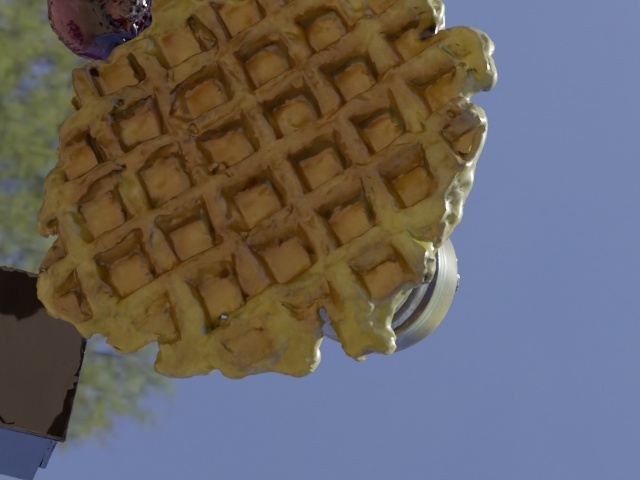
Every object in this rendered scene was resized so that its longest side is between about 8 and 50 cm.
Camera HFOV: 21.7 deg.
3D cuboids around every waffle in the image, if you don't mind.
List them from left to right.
[{"bbox_3d":[-0.043,-0.056,1.110,0.302,0.068,0.325,11,-113,22],"label":"waffle"}]

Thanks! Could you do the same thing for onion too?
[{"bbox_3d":[-0.181,-0.208,1.453,0.104,0.115,0.115,32,-75,52],"label":"onion"}]

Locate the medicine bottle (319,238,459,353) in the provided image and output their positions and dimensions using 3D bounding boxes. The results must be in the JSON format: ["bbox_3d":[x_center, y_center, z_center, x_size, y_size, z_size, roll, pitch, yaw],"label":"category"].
[{"bbox_3d":[0.000,0.000,1.473,0.151,0.322,0.151,-6,-106,22],"label":"medicine bottle"}]

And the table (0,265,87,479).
[{"bbox_3d":[-0.342,0.140,1.762,0.193,0.172,0.169,127,-25,-62],"label":"table"}]
